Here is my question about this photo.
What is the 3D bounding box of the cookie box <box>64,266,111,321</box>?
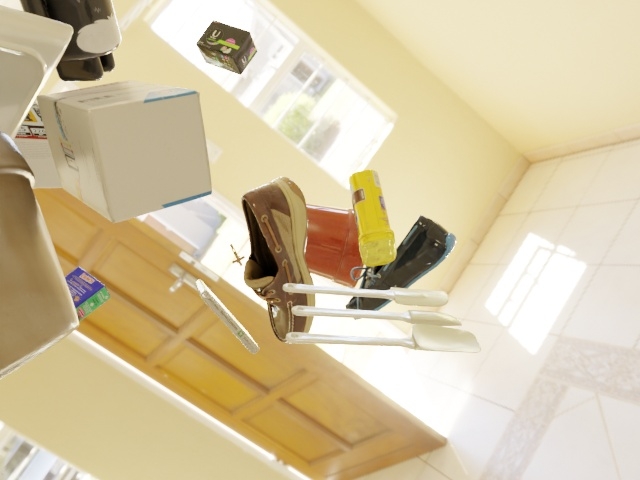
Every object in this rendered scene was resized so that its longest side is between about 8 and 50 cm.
[{"bbox_3d":[-0.493,0.115,1.134,0.107,0.092,0.040,-43,-33,-31],"label":"cookie box"}]

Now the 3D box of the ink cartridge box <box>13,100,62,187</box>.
[{"bbox_3d":[-0.688,-0.237,1.278,0.272,0.310,0.130,44,125,36],"label":"ink cartridge box"}]

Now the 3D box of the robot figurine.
[{"bbox_3d":[-0.507,-0.465,1.139,0.174,0.278,0.209,-22,38,-23],"label":"robot figurine"}]

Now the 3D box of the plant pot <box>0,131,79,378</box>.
[{"bbox_3d":[-0.489,0.055,0.763,0.323,0.280,0.323,-33,3,2],"label":"plant pot"}]

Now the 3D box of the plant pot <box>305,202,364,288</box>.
[{"bbox_3d":[0.000,0.000,1.811,0.272,0.265,0.272,-167,90,-85],"label":"plant pot"}]

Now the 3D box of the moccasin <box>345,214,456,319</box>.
[{"bbox_3d":[0.164,0.058,1.316,0.342,0.117,0.138,-45,1,33],"label":"moccasin"}]

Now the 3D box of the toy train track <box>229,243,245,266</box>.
[{"bbox_3d":[-0.284,0.049,1.918,0.048,0.083,0.014,-26,6,0],"label":"toy train track"}]

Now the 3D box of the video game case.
[{"bbox_3d":[-0.238,0.185,1.414,0.023,0.193,0.212,-42,13,-10],"label":"video game case"}]

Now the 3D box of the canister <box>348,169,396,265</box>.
[{"bbox_3d":[0.107,-0.048,1.195,0.126,0.073,0.169,74,-174,-62],"label":"canister"}]

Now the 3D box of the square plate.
[{"bbox_3d":[-0.565,-0.199,0.815,0.344,0.049,0.347,-46,-15,23],"label":"square plate"}]

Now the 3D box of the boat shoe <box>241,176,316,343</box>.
[{"bbox_3d":[-0.092,0.056,1.052,0.123,0.341,0.123,-23,36,-34],"label":"boat shoe"}]

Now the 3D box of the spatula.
[{"bbox_3d":[0.072,0.098,0.748,0.168,0.242,0.019,-99,15,-63],"label":"spatula"}]

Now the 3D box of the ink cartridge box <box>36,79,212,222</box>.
[{"bbox_3d":[-0.313,-0.154,0.908,0.171,0.168,0.233,-22,30,-34],"label":"ink cartridge box"}]

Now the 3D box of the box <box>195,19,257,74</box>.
[{"bbox_3d":[-0.168,-0.346,1.019,0.062,0.083,0.052,-61,-20,-16],"label":"box"}]
